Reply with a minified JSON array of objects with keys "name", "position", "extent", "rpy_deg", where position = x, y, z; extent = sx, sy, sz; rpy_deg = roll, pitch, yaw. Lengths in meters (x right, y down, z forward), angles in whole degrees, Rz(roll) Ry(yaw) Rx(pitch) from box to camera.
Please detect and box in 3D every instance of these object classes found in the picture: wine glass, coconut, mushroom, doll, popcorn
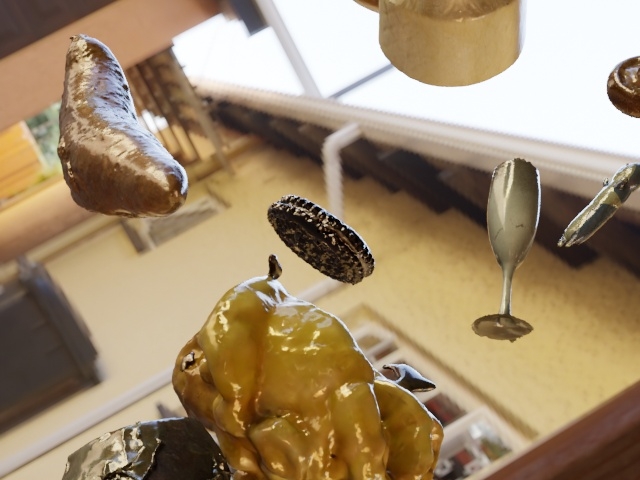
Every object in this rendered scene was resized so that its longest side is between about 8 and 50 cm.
[{"name":"wine glass","position":[0.201,0.008,1.318],"extent":[0.066,0.066,0.198],"rpy_deg":[75,21,-57]},{"name":"coconut","position":[0.173,-0.302,1.616],"extent":[0.202,0.202,0.222],"rpy_deg":[55,-16,34]},{"name":"mushroom","position":[0.499,-0.236,1.889],"extent":[0.109,0.126,0.085],"rpy_deg":[-10,-53,45]},{"name":"doll","position":[0.287,-0.035,1.254],"extent":[0.027,0.125,0.037],"rpy_deg":[50,-14,-13]},{"name":"popcorn","position":[-0.021,0.202,1.373],"extent":[0.315,0.281,0.297],"rpy_deg":[29,-14,4]}]

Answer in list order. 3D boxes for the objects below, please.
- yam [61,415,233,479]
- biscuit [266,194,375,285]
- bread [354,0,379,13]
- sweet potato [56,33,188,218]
[{"name":"yam","position":[-0.176,0.312,1.217],"extent":[0.271,0.202,0.201],"rpy_deg":[-89,153,-59]},{"name":"biscuit","position":[0.000,0.000,1.919],"extent":[0.194,0.053,0.194],"rpy_deg":[35,-17,12]},{"name":"bread","position":[0.119,-0.520,1.821],"extent":[0.250,0.361,0.394],"rpy_deg":[26,11,1]},{"name":"sweet potato","position":[-0.202,-0.085,1.167],"extent":[0.092,0.114,0.341],"rpy_deg":[15,22,-30]}]
